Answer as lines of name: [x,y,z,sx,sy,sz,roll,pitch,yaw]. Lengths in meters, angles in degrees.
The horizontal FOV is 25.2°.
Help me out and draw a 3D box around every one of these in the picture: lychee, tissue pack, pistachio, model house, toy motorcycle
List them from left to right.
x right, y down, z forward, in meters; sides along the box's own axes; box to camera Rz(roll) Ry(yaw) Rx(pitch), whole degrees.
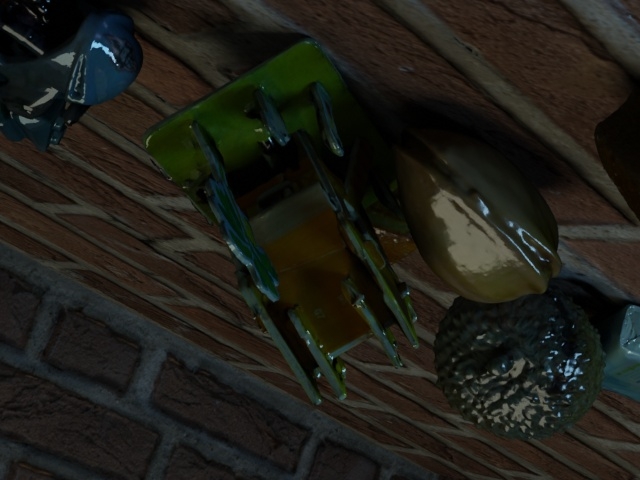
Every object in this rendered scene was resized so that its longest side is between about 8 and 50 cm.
toy motorcycle: [-0.338,-0.204,1.700,0.232,0.172,0.416,28,155,-6]
model house: [0.000,0.000,1.612,0.313,0.242,0.358,63,-174,36]
pistachio: [0.168,-0.041,1.683,0.260,0.163,0.212,50,167,-27]
lychee: [0.297,0.168,2.101,0.255,0.255,0.274,10,-171,30]
tissue pack: [0.491,0.181,2.165,0.177,0.089,0.263,19,165,-4]

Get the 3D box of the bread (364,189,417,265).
bread: [0.016,-0.047,1.925,0.234,0.111,0.184,23,163,-11]

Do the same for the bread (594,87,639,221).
bread: [0.416,-0.005,1.493,0.165,0.113,0.416,51,-174,36]
